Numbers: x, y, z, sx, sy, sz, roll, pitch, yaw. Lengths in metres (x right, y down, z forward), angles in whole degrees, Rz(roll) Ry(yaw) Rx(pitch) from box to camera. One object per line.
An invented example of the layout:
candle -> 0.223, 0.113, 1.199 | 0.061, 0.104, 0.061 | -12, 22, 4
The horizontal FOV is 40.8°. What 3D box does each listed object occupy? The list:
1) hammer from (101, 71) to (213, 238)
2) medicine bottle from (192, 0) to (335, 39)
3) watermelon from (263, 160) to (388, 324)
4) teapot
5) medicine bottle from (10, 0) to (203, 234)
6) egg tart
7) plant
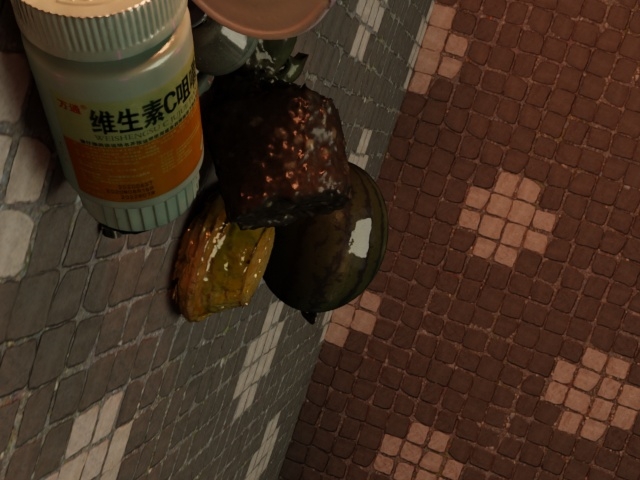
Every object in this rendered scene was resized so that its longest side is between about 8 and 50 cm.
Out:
hammer -> -0.218, -0.138, 1.156 | 0.111, 0.033, 0.287 | 97, 16, -52
medicine bottle -> -0.023, -0.417, 1.029 | 0.256, 0.256, 0.324 | 97, 17, -50
watermelon -> 0.000, 0.000, 1.831 | 0.279, 0.279, 0.359 | -48, 156, -64
teapot -> -0.161, -0.271, 1.094 | 0.108, 0.149, 0.111 | 36, 34, -61
medicine bottle -> -0.202, -0.153, 0.869 | 0.318, 0.158, 0.158 | 95, 18, -55
egg tart -> -0.161, 0.027, 1.534 | 0.288, 0.118, 0.288 | 17, 90, -83
plant -> -0.076, -0.185, 1.356 | 0.215, 0.213, 0.312 | 23, 51, -80
